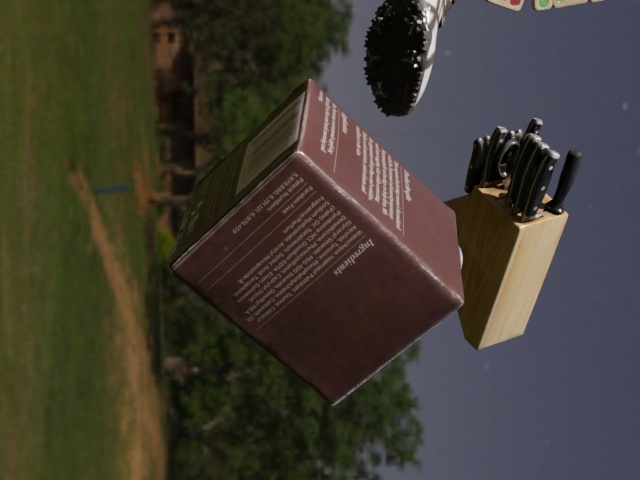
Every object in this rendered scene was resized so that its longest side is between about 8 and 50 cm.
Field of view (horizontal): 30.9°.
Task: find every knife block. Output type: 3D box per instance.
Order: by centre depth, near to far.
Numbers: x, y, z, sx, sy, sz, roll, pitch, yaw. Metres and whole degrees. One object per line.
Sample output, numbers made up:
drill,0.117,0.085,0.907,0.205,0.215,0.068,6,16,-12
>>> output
knife block,0.256,-0.009,1.482,0.242,0.088,0.276,-15,-91,60

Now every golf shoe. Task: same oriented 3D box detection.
golf shoe,0.095,-0.215,1.097,0.077,0.093,0.198,12,-79,41

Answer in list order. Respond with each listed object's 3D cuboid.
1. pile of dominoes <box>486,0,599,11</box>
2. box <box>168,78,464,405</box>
pile of dominoes,0.300,-0.424,1.521,0.040,0.195,0.251,-141,-140,-61
box,0.000,0.000,1.050,0.167,0.203,0.168,-41,-161,22
